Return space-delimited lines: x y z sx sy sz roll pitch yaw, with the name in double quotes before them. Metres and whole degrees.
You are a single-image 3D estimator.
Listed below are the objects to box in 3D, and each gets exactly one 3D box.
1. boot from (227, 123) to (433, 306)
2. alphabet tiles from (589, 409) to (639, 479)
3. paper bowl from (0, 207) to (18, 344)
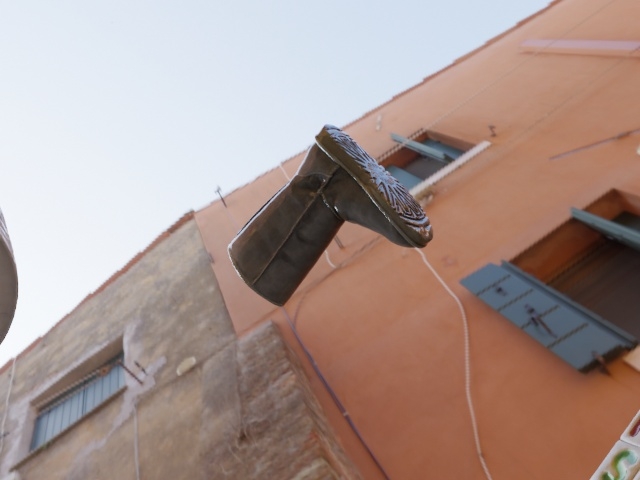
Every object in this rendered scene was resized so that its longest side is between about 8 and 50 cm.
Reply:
"boot" 0.002 0.001 0.820 0.208 0.189 0.076 -51 -27 22
"alphabet tiles" 0.369 0.154 0.626 0.011 0.285 0.342 41 -98 -5
"paper bowl" -0.404 0.048 0.614 0.284 0.148 0.284 -17 -48 -19
